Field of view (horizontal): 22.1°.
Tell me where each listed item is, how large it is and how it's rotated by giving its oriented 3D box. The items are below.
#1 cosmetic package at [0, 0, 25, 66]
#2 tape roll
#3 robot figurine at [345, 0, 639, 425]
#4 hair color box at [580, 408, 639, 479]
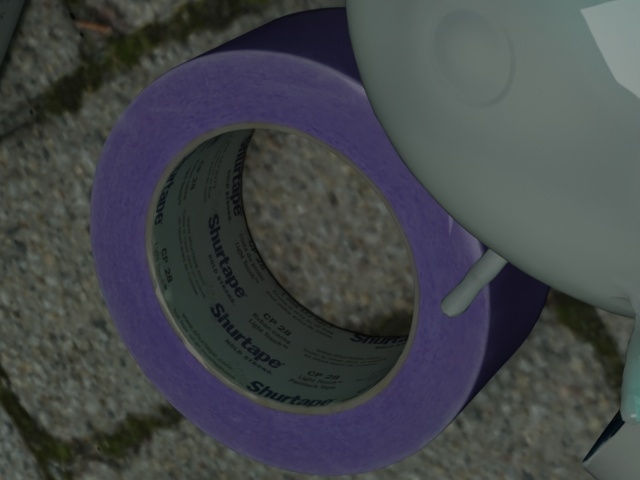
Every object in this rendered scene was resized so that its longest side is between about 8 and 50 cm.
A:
[{"bbox_3d":[-0.240,-0.140,0.691,0.161,0.230,0.453,35,122,13],"label":"cosmetic package"},{"bbox_3d":[0.000,0.000,0.705,0.189,0.080,0.189,11,114,26],"label":"tape roll"},{"bbox_3d":[0.135,-0.124,0.458,0.200,0.300,0.353,25,92,-8],"label":"robot figurine"},{"bbox_3d":[0.287,0.123,0.579,0.347,0.105,0.174,41,121,8],"label":"hair color box"}]
